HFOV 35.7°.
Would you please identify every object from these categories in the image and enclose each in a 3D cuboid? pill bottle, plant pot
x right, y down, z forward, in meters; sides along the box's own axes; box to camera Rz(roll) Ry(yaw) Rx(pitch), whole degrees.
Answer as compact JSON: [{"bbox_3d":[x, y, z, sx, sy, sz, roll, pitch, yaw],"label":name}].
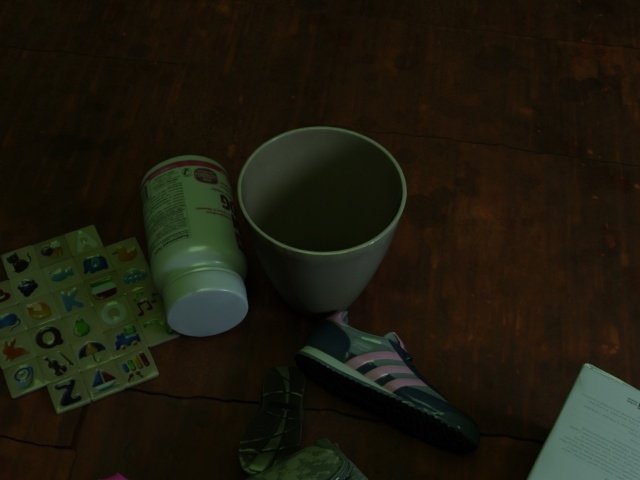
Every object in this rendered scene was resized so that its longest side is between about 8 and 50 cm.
[{"bbox_3d":[-0.210,0.009,1.674,0.160,0.160,0.283,-9,54,-8],"label":"pill bottle"},{"bbox_3d":[0.000,0.000,1.614,0.257,0.274,0.256,1,53,-1],"label":"plant pot"}]

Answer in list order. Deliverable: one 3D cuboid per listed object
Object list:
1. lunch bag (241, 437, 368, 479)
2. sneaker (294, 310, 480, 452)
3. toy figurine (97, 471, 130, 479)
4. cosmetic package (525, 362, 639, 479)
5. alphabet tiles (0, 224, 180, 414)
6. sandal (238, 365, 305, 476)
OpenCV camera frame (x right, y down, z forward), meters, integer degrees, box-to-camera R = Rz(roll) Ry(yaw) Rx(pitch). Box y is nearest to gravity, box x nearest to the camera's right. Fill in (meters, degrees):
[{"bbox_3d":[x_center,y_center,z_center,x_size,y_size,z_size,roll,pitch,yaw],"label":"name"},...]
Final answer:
[{"bbox_3d":[-0.049,0.424,1.340,0.305,0.212,0.256,-25,41,-20],"label":"lunch bag"},{"bbox_3d":[0.123,0.211,1.557,0.319,0.112,0.131,28,60,17],"label":"sneaker"},{"bbox_3d":[-0.301,0.383,1.384,0.173,0.159,0.130,-2,52,-2],"label":"toy figurine"},{"bbox_3d":[0.334,0.392,1.361,0.156,0.217,0.385,27,54,18],"label":"cosmetic package"},{"bbox_3d":[-0.410,0.123,1.676,0.285,0.011,0.342,-21,56,-16],"label":"alphabet tiles"},{"bbox_3d":[-0.072,0.284,1.535,0.090,0.060,0.219,10,38,-1],"label":"sandal"}]
